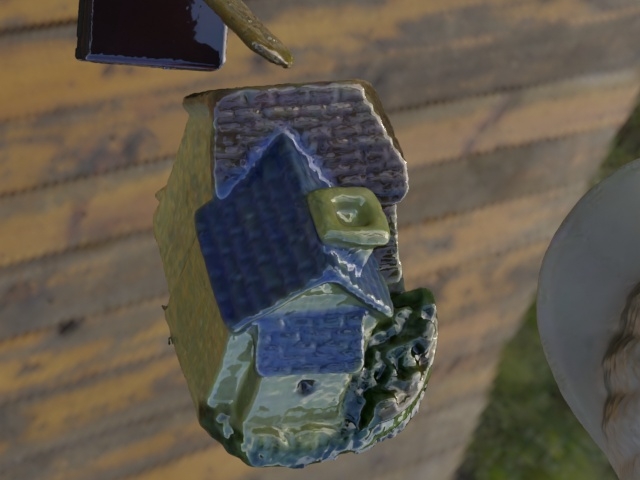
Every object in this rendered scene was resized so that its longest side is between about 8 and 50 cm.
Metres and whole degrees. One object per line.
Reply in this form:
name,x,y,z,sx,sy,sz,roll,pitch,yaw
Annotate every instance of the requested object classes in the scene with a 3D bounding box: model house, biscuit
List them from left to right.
biscuit,-0.075,-0.206,1.780,0.018,0.147,0.071,-49,151,14
model house,0.000,0.000,1.737,0.261,0.321,0.266,-5,141,-18

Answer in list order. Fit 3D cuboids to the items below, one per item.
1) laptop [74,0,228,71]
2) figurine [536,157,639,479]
laptop,-0.165,-0.274,1.944,0.026,0.154,0.207,120,-27,-77
figurine,0.248,0.094,0.909,0.332,0.204,0.185,36,76,-44
